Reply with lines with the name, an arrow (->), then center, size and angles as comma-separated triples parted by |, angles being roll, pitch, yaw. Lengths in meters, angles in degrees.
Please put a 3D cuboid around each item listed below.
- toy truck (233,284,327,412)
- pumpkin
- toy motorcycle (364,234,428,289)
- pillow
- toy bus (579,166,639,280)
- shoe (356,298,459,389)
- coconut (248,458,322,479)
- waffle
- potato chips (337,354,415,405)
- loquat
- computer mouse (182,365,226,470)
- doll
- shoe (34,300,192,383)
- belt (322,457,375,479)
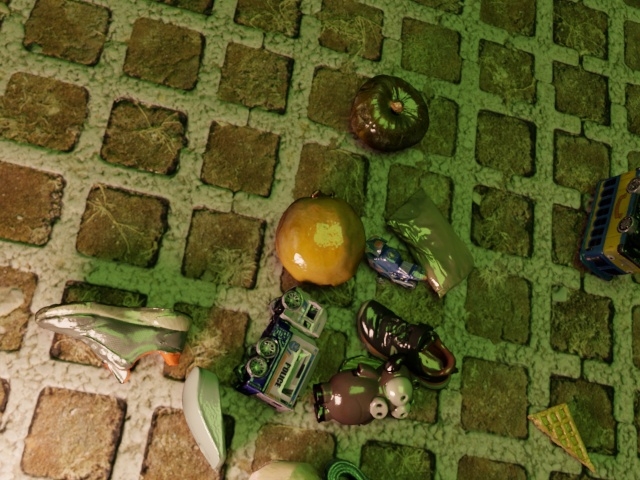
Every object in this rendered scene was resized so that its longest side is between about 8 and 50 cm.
toy truck -> -0.078, 0.251, 1.775 | 0.155, 0.124, 0.267 | 32, 67, -11
pumpkin -> 0.184, -0.346, 2.049 | 0.219, 0.162, 0.218 | 5, 74, -16
toy motorcycle -> 0.169, 0.052, 1.922 | 0.205, 0.114, 0.076 | 35, 64, -1
pillow -> 0.288, 0.004, 2.003 | 0.173, 0.067, 0.270 | -33, 82, -30
toy bus -> 0.850, -0.044, 2.124 | 0.138, 0.175, 0.287 | 33, 64, -21
shoe -> 0.213, 0.251, 1.851 | 0.291, 0.137, 0.114 | 37, 64, 0
coconut -> -0.085, 0.552, 1.645 | 0.171, 0.183, 0.170 | 8, 80, -55
waffle -> 0.610, 0.517, 1.928 | 0.125, 0.032, 0.190 | -13, 73, -22
potato chips -> 0.142, 0.337, 1.857 | 0.208, 0.028, 0.091 | 17, 73, -6
loquat -> 0.000, 0.000, 1.851 | 0.239, 0.193, 0.238 | 0, 86, 3
computer mouse -> -0.258, 0.389, 1.670 | 0.079, 0.128, 0.230 | -5, 69, -19
doll -> 0.112, 0.355, 1.776 | 0.258, 0.181, 0.117 | -5, 29, -5
shoe -> -0.456, 0.228, 1.678 | 0.337, 0.132, 0.170 | 7, 78, -17
belt -> 0.148, 0.584, 1.745 | 0.303, 0.072, 0.087 | 25, 68, -7
